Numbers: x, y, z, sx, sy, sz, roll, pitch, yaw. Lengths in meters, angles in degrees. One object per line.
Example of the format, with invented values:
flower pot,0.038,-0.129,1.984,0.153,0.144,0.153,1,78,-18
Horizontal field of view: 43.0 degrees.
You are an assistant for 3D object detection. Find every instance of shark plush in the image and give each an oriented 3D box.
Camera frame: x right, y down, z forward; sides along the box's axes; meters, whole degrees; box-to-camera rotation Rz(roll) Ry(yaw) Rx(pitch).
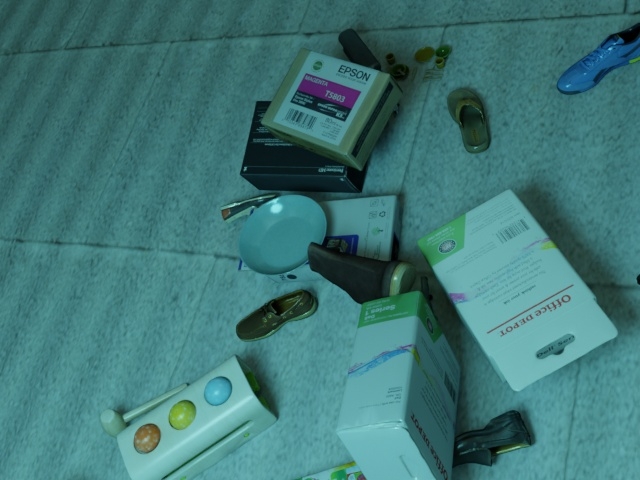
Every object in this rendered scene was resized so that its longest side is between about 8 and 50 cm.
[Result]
shark plush,0.196,0.141,1.505,0.073,0.067,0.161,7,62,28

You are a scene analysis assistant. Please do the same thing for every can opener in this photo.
can opener,0.098,-0.379,1.886,0.095,0.076,0.283,-31,52,2

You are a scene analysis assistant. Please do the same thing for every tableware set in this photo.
tableware set,0.221,-0.416,1.890,0.154,0.024,0.104,6,61,28

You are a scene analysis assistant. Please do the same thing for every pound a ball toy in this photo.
pound a ball toy,-0.274,0.330,1.550,0.319,0.136,0.208,-33,51,0

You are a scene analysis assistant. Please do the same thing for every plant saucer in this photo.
plant saucer,-0.073,-0.004,1.662,0.194,0.037,0.195,-11,55,17

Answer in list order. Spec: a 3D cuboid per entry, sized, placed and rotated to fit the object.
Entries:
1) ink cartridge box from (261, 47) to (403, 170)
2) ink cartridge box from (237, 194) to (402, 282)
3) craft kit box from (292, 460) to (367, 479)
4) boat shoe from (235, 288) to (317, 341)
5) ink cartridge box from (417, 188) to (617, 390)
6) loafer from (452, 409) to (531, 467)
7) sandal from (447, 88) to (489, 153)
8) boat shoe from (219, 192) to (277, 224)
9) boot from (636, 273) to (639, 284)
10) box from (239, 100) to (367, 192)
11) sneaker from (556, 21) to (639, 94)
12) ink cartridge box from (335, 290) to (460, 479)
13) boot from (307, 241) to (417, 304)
ink cartridge box,0.022,-0.276,1.691,0.234,0.088,0.193,23,83,30
ink cartridge box,0.000,0.000,1.690,0.332,0.065,0.166,-3,58,21
craft kit box,0.059,0.496,1.342,0.246,0.061,0.250,-18,53,9
boat shoe,-0.096,0.145,1.638,0.177,0.060,0.064,-25,52,7
ink cartridge box,0.345,0.101,1.430,0.207,0.119,0.354,-29,50,3
loafer,0.266,0.345,1.345,0.170,0.062,0.061,-30,56,5
sandal,0.315,-0.263,1.729,0.072,0.049,0.180,-18,53,12
boat shoe,-0.159,-0.073,1.824,0.136,0.049,0.043,-16,96,12
boot,0.607,0.089,1.371,0.121,0.045,0.099,-14,57,14
box,-0.029,-0.208,1.797,0.261,0.103,0.185,4,71,26
sneaker,0.577,-0.379,1.669,0.209,0.082,0.069,-29,53,6
ink cartridge box,0.134,0.254,1.316,0.117,0.201,0.278,-14,35,24
boot,0.065,0.060,1.483,0.206,0.248,0.090,26,75,11
